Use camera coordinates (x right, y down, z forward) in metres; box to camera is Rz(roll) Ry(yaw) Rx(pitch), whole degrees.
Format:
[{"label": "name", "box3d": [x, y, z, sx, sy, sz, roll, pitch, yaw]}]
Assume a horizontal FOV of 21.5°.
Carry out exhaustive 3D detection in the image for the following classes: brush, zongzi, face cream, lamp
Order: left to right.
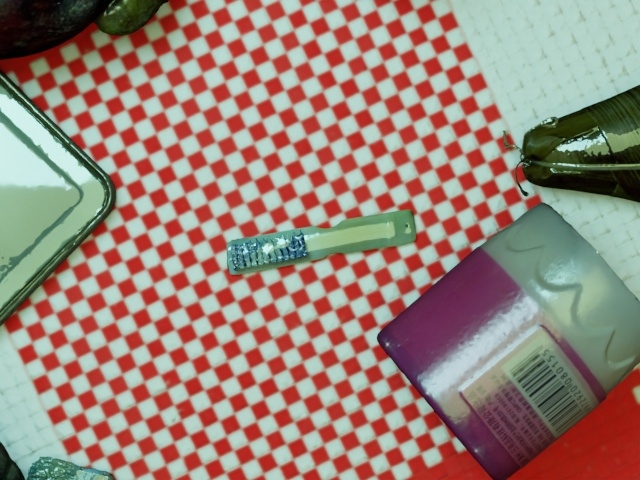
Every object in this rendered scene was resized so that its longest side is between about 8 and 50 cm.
[{"label": "lamp", "box3d": [-0.363, -0.040, 1.533, 0.269, 0.047, 0.266, 45, 91, -2]}, {"label": "brush", "box3d": [-0.178, 0.251, 1.558, 0.196, 0.021, 0.070, 13, 93, -2]}, {"label": "brush", "box3d": [0.000, 0.000, 1.553, 0.178, 0.030, 0.033, -10, 82, -1]}, {"label": "face cream", "box3d": [0.174, 0.089, 1.486, 0.195, 0.175, 0.175, -39, 92, 0]}, {"label": "zongzi", "box3d": [0.282, -0.044, 1.540, 0.187, 0.084, 0.184, -20, 102, 6]}]

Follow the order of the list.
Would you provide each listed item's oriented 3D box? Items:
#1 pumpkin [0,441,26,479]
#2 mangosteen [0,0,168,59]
[{"label": "pumpkin", "box3d": [-0.397, 0.274, 1.443, 0.323, 0.241, 0.323, 0, 90, -11]}, {"label": "mangosteen", "box3d": [-0.257, -0.280, 1.417, 0.300, 0.300, 0.300, 0, 92, -1]}]
